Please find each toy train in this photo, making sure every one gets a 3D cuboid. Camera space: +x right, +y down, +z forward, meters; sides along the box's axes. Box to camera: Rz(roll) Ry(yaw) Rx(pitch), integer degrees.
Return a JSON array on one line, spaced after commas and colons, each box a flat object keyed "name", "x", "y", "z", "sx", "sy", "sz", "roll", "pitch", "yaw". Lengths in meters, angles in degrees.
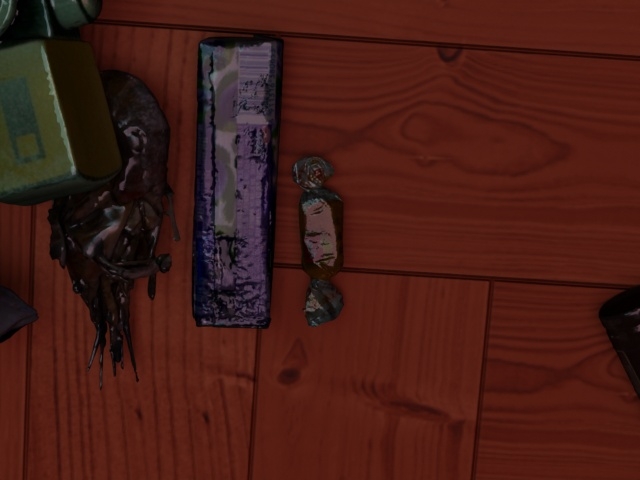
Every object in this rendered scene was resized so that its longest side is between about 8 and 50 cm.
[{"name": "toy train", "x": -0.387, "y": -0.139, "z": 1.560, "sx": 0.397, "sy": 0.160, "sz": 0.253, "roll": -12, "pitch": 94, "yaw": 14}]

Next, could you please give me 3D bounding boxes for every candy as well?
[{"name": "candy", "x": 0.000, "y": 0.000, "z": 1.695, "sx": 0.053, "sy": 0.046, "sz": 0.182, "roll": -2, "pitch": 97, "yaw": 3}, {"name": "candy", "x": -0.089, "y": -0.062, "z": 1.671, "sx": 0.088, "sy": 0.061, "sz": 0.312, "roll": 3, "pitch": 101, "yaw": -1}]

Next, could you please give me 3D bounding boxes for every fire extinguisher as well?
[{"name": "fire extinguisher", "x": 0.374, "y": 0.176, "z": 1.734, "sx": 0.106, "sy": 0.075, "sz": 0.252, "roll": -19, "pitch": 105, "yaw": 32}]

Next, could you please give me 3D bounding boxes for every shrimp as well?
[{"name": "shrimp", "x": -0.208, "y": -0.007, "z": 1.654, "sx": 0.145, "sy": 0.116, "sz": 0.343, "roll": 3, "pitch": 103, "yaw": 13}]

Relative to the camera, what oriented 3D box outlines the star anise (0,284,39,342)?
[{"name": "star anise", "x": -0.403, "y": 0.057, "z": 1.624, "sx": 0.229, "sy": 0.236, "sz": 0.093, "roll": 13, "pitch": 61, "yaw": -10}]
